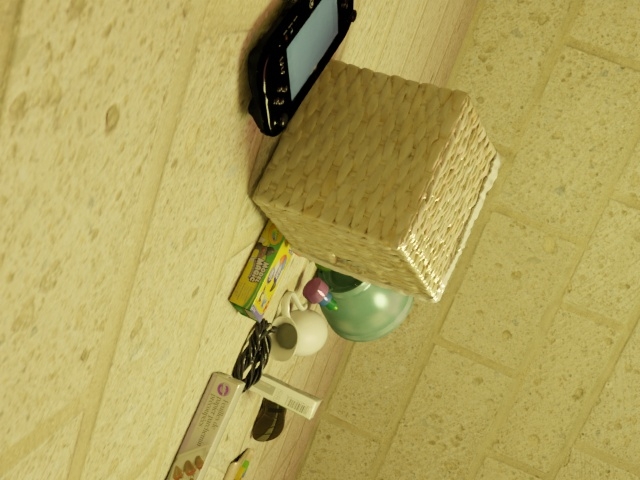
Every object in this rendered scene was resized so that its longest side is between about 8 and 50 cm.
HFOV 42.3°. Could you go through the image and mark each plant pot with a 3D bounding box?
[{"bbox_3d":[0.109,0.126,2.434,0.293,0.293,0.196,-63,144,-21],"label":"plant pot"}]

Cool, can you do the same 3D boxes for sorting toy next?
[{"bbox_3d":[0.078,0.040,2.274,0.127,0.126,0.365,-7,-132,49],"label":"sorting toy"},{"bbox_3d":[-0.257,0.722,2.435,0.208,0.038,0.193,17,96,-80],"label":"sorting toy"}]

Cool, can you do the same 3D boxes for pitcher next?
[{"bbox_3d":[-0.057,0.218,2.159,0.207,0.125,0.177,2,96,-68],"label":"pitcher"}]

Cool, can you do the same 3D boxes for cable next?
[{"bbox_3d":[-0.154,0.275,1.935,0.150,0.047,0.184,71,43,-75],"label":"cable"}]

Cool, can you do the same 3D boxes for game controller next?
[{"bbox_3d":[-0.022,-0.307,1.258,0.166,0.067,0.319,99,17,-56],"label":"game controller"}]

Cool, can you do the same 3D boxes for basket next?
[{"bbox_3d":[0.108,-0.114,1.507,0.331,0.328,0.266,-64,153,-14],"label":"basket"}]

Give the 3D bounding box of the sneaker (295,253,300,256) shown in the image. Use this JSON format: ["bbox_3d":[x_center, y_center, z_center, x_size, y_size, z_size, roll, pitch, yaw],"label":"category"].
[{"bbox_3d":[0.023,-0.068,1.942,0.314,0.116,0.136,-38,165,-43],"label":"sneaker"}]

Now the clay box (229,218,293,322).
[{"bbox_3d":[-0.104,0.045,1.661,0.127,0.053,0.222,74,40,-73],"label":"clay box"}]

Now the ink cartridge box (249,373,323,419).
[{"bbox_3d":[-0.090,0.409,2.193,0.224,0.181,0.056,71,44,-78],"label":"ink cartridge box"}]

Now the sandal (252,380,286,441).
[{"bbox_3d":[-0.146,0.504,2.463,0.060,0.090,0.219,-101,-158,-68],"label":"sandal"}]

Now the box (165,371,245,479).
[{"bbox_3d":[-0.254,0.433,1.718,0.067,0.063,0.324,37,76,-81],"label":"box"}]
